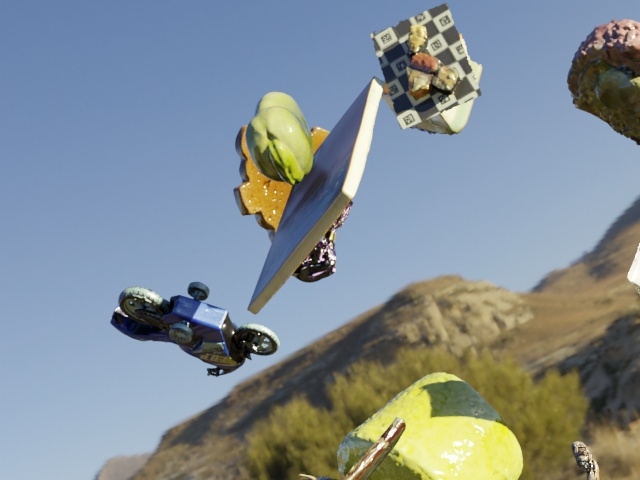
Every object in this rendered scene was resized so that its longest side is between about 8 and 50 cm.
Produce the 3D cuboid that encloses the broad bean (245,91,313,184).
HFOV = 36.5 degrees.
[{"bbox_3d":[-0.050,-0.142,1.348,0.082,0.124,0.174,-19,15,17],"label":"broad bean"}]

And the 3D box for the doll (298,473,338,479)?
[{"bbox_3d":[0.003,0.560,2.051,0.105,0.115,0.221,-29,-26,-14],"label":"doll"}]

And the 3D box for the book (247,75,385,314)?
[{"bbox_3d":[-0.002,-0.080,1.501,0.262,0.028,0.374,-49,14,33],"label":"book"}]

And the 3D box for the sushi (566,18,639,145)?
[{"bbox_3d":[0.489,-0.233,1.552,0.161,0.241,0.107,2,42,41],"label":"sushi"}]

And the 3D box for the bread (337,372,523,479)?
[{"bbox_3d":[0.240,0.477,2.041,0.307,0.348,0.348,-36,-5,-33],"label":"bread"}]

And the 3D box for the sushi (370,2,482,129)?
[{"bbox_3d":[0.159,-0.287,1.530,0.139,0.201,0.031,-23,-28,14],"label":"sushi"}]

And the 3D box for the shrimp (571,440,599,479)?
[{"bbox_3d":[0.444,0.372,1.613,0.029,0.092,0.038,-7,-36,-14],"label":"shrimp"}]

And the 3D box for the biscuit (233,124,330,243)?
[{"bbox_3d":[-0.045,-0.129,2.020,0.301,0.278,0.043,-22,13,-27],"label":"biscuit"}]

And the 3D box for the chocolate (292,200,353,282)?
[{"bbox_3d":[0.003,0.000,1.507,0.072,0.147,0.070,15,-14,20],"label":"chocolate"}]

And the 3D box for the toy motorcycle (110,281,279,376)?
[{"bbox_3d":[-0.233,0.171,1.785,0.315,0.113,0.169,18,-40,0],"label":"toy motorcycle"}]

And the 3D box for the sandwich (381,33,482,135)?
[{"bbox_3d":[0.245,-0.311,1.923,0.186,0.108,0.220,-48,32,-7],"label":"sandwich"}]

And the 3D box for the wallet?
[{"bbox_3d":[0.064,0.401,1.638,0.232,0.031,0.122,-44,-19,-32],"label":"wallet"}]

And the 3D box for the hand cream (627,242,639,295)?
[{"bbox_3d":[0.635,0.086,1.810,0.083,0.248,0.133,0,52,43],"label":"hand cream"}]
